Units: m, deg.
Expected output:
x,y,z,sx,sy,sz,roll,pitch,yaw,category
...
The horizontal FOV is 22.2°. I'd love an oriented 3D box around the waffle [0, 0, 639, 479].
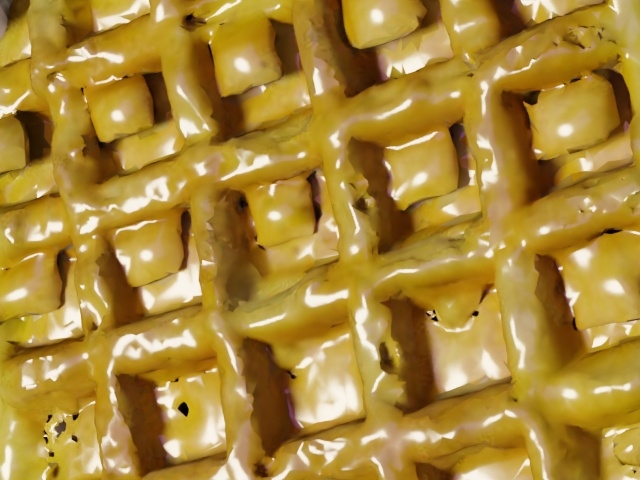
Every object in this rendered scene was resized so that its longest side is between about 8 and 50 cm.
x,y,z,sx,sy,sz,roll,pitch,yaw,category
0.001,0.000,0.428,0.262,0.060,0.280,35,104,22,waffle
